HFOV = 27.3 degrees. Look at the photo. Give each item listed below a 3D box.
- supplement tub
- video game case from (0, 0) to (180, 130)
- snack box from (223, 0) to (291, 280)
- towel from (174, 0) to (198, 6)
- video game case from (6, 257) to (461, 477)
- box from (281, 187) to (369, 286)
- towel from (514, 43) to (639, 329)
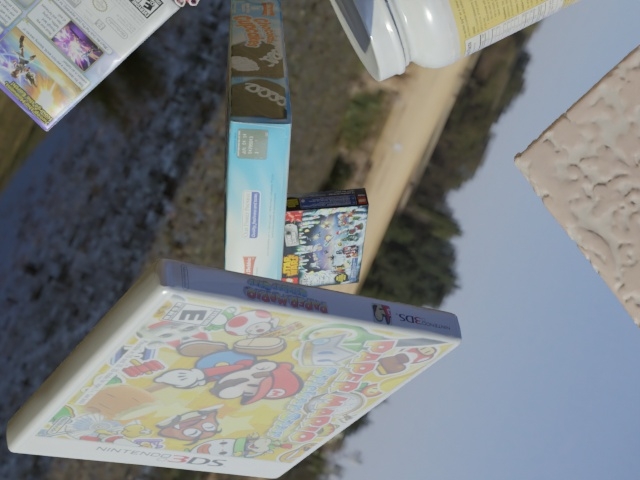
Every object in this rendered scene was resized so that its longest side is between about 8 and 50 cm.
[{"bbox_3d":[0.175,-0.353,1.582,0.331,0.241,0.241,-26,179,-2],"label":"supplement tub"},{"bbox_3d":[-0.352,-0.313,1.642,0.244,0.269,0.061,-40,-161,15],"label":"video game case"},{"bbox_3d":[-0.067,-0.104,1.335,0.322,0.060,0.187,-96,-171,-60],"label":"snack box"},{"bbox_3d":[-0.141,-0.302,1.170,0.197,0.029,0.144,-129,-145,-56],"label":"towel"},{"bbox_3d":[-0.059,0.091,0.830,0.227,0.206,0.026,-44,-135,43],"label":"video game case"},{"bbox_3d":[0.000,0.000,1.432,0.137,0.094,0.027,94,-12,-51],"label":"box"},{"bbox_3d":[0.452,-0.074,1.683,0.317,0.332,0.053,-44,161,30],"label":"towel"}]
